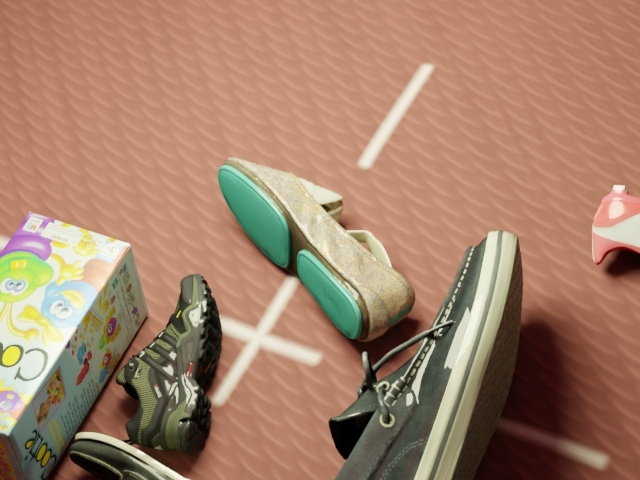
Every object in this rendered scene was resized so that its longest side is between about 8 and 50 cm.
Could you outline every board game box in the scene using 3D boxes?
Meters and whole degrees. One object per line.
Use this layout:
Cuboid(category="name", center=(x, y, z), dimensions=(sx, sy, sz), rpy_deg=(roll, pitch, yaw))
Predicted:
Cuboid(category="board game box", center=(-0.330, 0.128, 1.860), dimensions=(0.142, 0.144, 0.275), rpy_deg=(17, 55, 18))

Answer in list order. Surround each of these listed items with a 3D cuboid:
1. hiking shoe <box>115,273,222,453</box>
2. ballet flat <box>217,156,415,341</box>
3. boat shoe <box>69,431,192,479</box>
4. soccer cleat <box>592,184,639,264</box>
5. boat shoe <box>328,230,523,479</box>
Cuboid(category="hiking shoe", center=(-0.180, 0.136, 1.873), dimensions=(0.114, 0.086, 0.226), rpy_deg=(-2, 55, 11))
Cuboid(category="ballet flat", center=(0.000, 0.000, 1.925), dimensions=(0.106, 0.107, 0.316), rpy_deg=(-24, 55, -27))
Cuboid(category="boat shoe", center=(-0.192, 0.280, 1.774), dimensions=(0.233, 0.084, 0.079), rpy_deg=(27, 66, 27))
Cuboid(category="soccer cleat", center=(0.424, 0.004, 1.809), dimensions=(0.248, 0.083, 0.095), rpy_deg=(13, 89, 18))
Cuboid(category="boat shoe", center=(0.090, 0.196, 1.693), dimensions=(0.156, 0.187, 0.500), rpy_deg=(16, 66, 19))
